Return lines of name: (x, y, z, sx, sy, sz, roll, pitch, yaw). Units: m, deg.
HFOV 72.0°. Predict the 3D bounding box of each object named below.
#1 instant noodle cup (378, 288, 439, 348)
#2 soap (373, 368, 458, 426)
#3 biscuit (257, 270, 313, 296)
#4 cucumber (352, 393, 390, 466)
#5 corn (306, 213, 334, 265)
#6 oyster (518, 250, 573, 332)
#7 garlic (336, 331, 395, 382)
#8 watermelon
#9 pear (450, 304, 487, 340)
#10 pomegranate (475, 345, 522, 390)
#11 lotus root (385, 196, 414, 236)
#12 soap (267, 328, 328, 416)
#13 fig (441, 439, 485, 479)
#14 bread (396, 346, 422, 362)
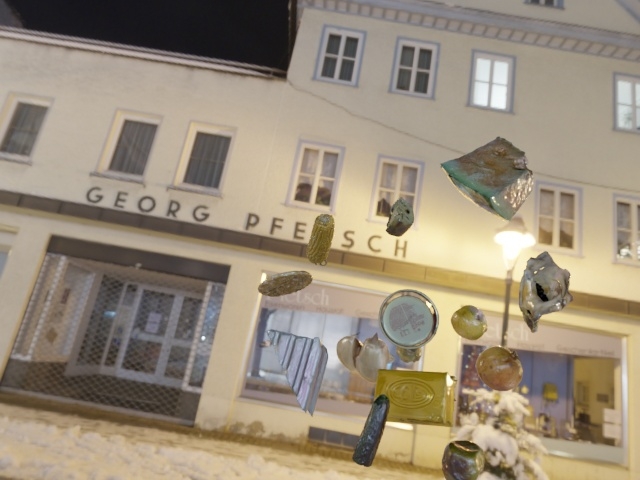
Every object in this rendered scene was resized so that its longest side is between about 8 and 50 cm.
instant noodle cup: (0.326, 0.293, 1.642, 0.234, 0.235, 0.178, 6, -7, 13)
soap: (0.375, 0.628, 1.769, 0.324, 0.205, 0.096, -11, -34, 38)
biscuit: (-0.131, 0.163, 1.645, 0.219, 0.033, 0.220, -14, -24, -6)
cucumber: (0.185, 0.653, 1.525, 0.074, 0.242, 0.074, 22, -9, 4)
corn: (0.000, 0.000, 1.811, 0.106, 0.107, 0.293, 10, -36, -1)
oyster: (0.863, 0.199, 1.698, 0.100, 0.276, 0.271, 0, -21, -16)
garlic: (0.222, 0.551, 2.122, 0.286, 0.249, 0.313, 47, 3, 27)
watermelon: (0.593, -0.202, 1.537, 0.301, 0.264, 0.151, -26, -44, -15)
pear: (0.737, 0.408, 2.174, 0.177, 0.178, 0.178, 9, -16, 3)
pomegranate: (0.868, 0.614, 2.125, 0.215, 0.216, 0.215, 9, -16, 3)
lotus root: (0.448, -0.125, 2.476, 0.138, 0.235, 0.119, 31, -46, -16)
soap: (-0.121, 0.548, 1.854, 0.257, 0.303, 0.159, 9, -21, 20)
fig: (0.501, 0.770, 1.539, 0.165, 0.154, 0.144, -29, 9, -32)
bread: (0.492, 0.543, 2.437, 0.151, 0.268, 0.130, 13, -28, -11)
